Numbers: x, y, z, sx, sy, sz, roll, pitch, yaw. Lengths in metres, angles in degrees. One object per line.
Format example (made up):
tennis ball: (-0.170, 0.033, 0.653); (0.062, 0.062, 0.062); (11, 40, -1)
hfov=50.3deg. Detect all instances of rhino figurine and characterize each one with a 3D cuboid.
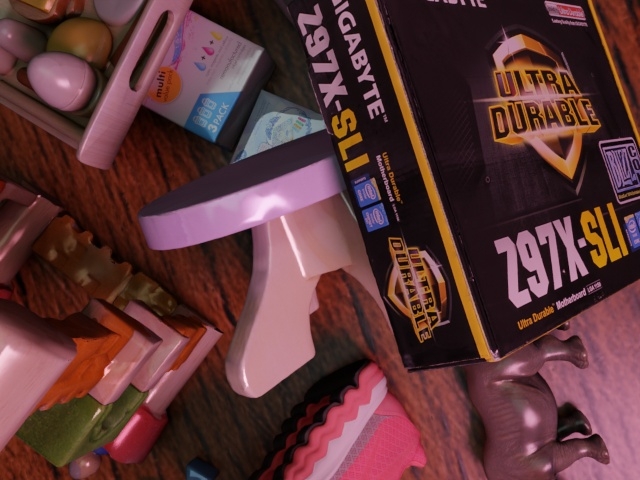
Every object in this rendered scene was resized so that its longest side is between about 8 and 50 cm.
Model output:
rhino figurine: (0.201, 0.187, 0.628); (0.106, 0.073, 0.243); (-12, 90, 4)

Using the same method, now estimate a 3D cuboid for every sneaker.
sneaker: (-0.004, 0.242, 0.573); (0.136, 0.116, 0.314); (49, 52, -5)

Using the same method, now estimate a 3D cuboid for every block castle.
block castle: (-0.279, 0.076, 0.510); (0.303, 0.453, 0.212); (37, 87, 6)

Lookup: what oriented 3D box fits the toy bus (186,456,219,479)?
toy bus: (-0.100, 0.335, 0.656); (0.191, 0.104, 0.202); (12, 91, 8)

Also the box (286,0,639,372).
box: (0.147, -0.070, 0.523); (0.079, 0.322, 0.257); (-19, 86, 46)

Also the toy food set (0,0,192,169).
toy food set: (-0.252, -0.218, 0.640); (0.306, 0.092, 0.219); (29, 94, 32)

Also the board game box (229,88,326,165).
board game box: (-0.035, -0.093, 0.688); (0.090, 0.020, 0.090); (24, 94, 6)

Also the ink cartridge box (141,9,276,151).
ink cartridge box: (-0.151, -0.179, 0.684); (0.181, 0.061, 0.104); (29, 94, 8)

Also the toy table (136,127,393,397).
toy table: (0.000, 0.000, 0.574); (0.274, 0.252, 0.160); (-26, 107, -24)

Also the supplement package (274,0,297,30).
supplement package: (0.030, -0.329, 0.621); (0.244, 0.134, 0.139); (-36, 85, 7)
